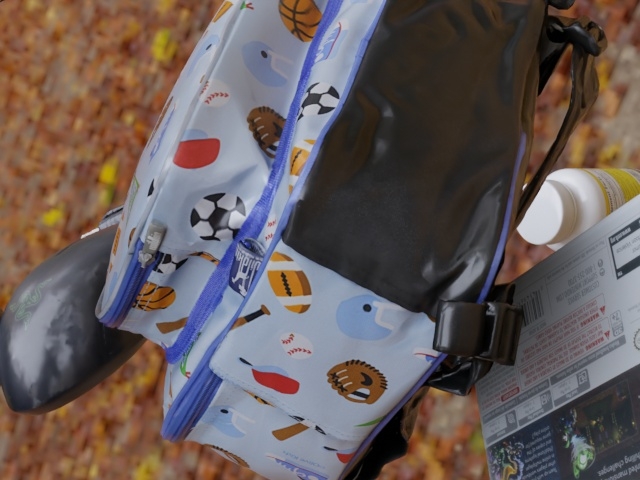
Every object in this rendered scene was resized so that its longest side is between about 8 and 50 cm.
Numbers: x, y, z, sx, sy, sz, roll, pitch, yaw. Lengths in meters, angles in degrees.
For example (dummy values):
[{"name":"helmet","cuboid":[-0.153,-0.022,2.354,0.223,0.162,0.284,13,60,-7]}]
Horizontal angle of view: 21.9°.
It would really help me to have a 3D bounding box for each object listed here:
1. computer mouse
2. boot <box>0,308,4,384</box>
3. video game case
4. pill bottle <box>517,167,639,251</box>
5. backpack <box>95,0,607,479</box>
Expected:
[{"name":"computer mouse","cuboid":[-0.149,0.019,1.167,0.188,0.072,0.272,-21,20,33]},{"name":"boot","cuboid":[-0.387,0.175,1.243,0.146,0.367,0.445,-64,28,23]},{"name":"video game case","cuboid":[0.138,0.080,0.778,0.190,0.022,0.173,-40,50,51]},{"name":"pill bottle","cuboid":[0.200,-0.022,1.237,0.065,0.116,0.065,2,92,48]},{"name":"backpack","cuboid":[0.000,0.000,0.859,0.276,0.213,0.263,-65,-4,-46]}]
